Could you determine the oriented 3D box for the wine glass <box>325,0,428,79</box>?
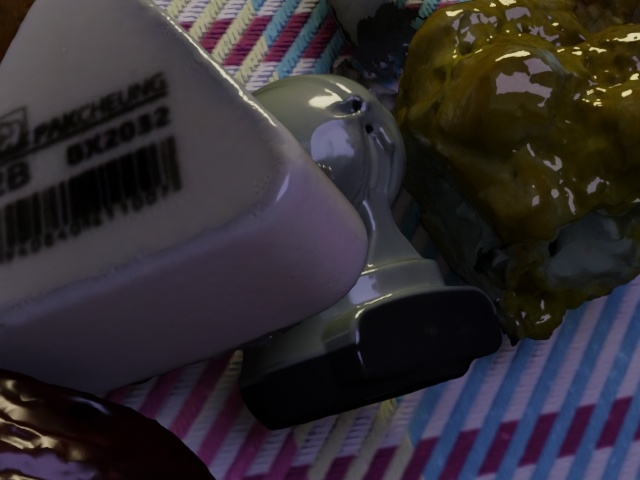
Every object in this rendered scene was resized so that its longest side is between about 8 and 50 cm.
[{"bbox_3d":[0.062,-0.325,1.608,0.190,0.190,0.357,-11,64,-27],"label":"wine glass"}]

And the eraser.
[{"bbox_3d":[-0.166,-0.010,1.249,0.150,0.331,0.331,43,37,-53],"label":"eraser"}]

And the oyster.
[{"bbox_3d":[0.018,-0.097,1.557,0.106,0.061,0.200,39,48,10],"label":"oyster"}]

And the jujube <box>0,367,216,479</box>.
[{"bbox_3d":[-0.234,0.214,1.151,0.376,0.258,0.258,22,56,-14],"label":"jujube"}]

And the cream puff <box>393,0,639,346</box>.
[{"bbox_3d":[0.205,-0.093,1.434,0.269,0.323,0.274,-31,69,-13],"label":"cream puff"}]

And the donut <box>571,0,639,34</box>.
[{"bbox_3d":[0.358,-0.176,1.666,0.360,0.170,0.360,7,63,-14],"label":"donut"}]

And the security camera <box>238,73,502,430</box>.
[{"bbox_3d":[0.000,0.000,1.368,0.197,0.191,0.277,-10,80,-42],"label":"security camera"}]

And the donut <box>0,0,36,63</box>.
[{"bbox_3d":[-0.286,-0.217,1.397,0.226,0.226,0.114,47,55,8],"label":"donut"}]

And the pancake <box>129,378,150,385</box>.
[{"bbox_3d":[-0.211,0.000,1.412,0.286,0.033,0.288,22,55,-7],"label":"pancake"}]
